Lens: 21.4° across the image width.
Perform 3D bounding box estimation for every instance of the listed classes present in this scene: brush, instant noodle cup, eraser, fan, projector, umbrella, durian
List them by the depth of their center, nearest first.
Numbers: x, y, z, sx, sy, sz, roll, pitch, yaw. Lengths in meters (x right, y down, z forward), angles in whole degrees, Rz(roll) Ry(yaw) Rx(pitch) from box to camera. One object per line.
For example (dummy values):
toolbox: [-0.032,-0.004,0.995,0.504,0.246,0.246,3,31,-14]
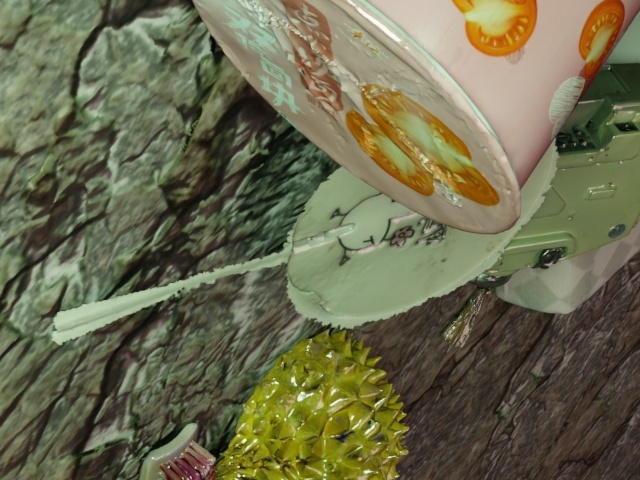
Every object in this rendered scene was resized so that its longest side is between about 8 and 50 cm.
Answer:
instant noodle cup: [0.083,-0.164,0.976,0.231,0.243,0.243,-50,158,-14]
fan: [0.000,0.000,1.215,0.415,0.012,0.233,-15,140,-26]
projector: [0.160,-0.046,1.370,0.269,0.088,0.193,-8,139,-27]
durian: [-0.004,0.168,1.494,0.182,0.165,0.132,-4,167,-30]
brush: [-0.138,0.278,1.497,0.060,0.050,0.321,-36,155,-36]
eraser: [0.268,-0.082,1.612,0.213,0.082,0.397,-42,156,-18]
umbrella: [0.149,0.080,1.738,0.031,0.020,0.083,24,110,-25]
